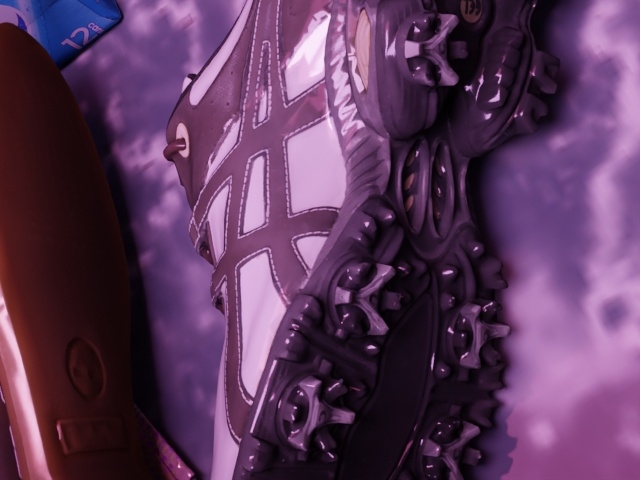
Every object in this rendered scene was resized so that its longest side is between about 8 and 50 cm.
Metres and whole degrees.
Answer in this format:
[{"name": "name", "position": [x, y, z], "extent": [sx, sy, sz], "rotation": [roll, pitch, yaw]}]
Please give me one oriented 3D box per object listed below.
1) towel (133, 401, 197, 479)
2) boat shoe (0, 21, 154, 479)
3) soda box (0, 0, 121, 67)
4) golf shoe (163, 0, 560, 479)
[{"name": "towel", "position": [-0.075, 0.066, 0.421], "extent": [0.060, 0.009, 0.083], "rotation": [-49, 60, 8]}, {"name": "boat shoe", "position": [-0.089, 0.042, 0.385], "extent": [0.073, 0.073, 0.207], "rotation": [-20, 68, 19]}, {"name": "soda box", "position": [-0.147, -0.142, 0.479], "extent": [0.071, 0.067, 0.210], "rotation": [-35, 63, 15]}, {"name": "golf shoe", "position": [0.000, 0.000, 0.374], "extent": [0.094, 0.077, 0.198], "rotation": [7, 78, 46]}]
